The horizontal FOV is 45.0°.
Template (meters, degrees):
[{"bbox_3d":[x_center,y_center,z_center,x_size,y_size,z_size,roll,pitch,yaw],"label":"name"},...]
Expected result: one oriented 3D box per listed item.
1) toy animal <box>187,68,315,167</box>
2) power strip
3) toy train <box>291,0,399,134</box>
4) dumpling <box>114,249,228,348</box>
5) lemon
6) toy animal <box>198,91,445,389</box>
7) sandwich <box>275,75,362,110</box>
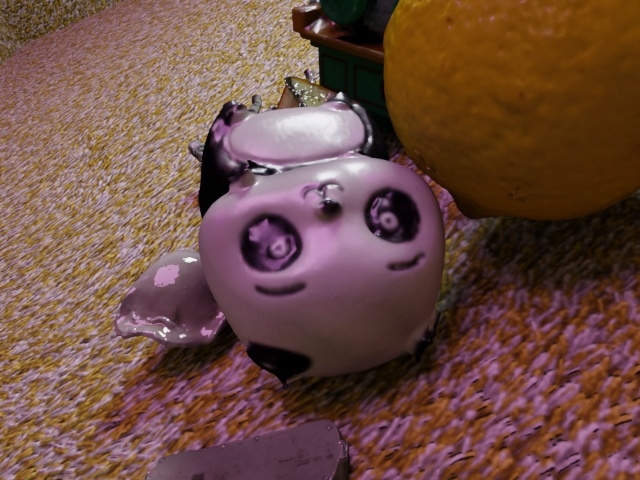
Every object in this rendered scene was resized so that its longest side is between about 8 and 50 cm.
[{"bbox_3d":[-0.094,-0.193,1.305,0.255,0.090,0.170,-27,34,5],"label":"toy animal"},{"bbox_3d":[-0.076,0.219,0.700,0.226,0.029,0.080,-16,33,17],"label":"power strip"},{"bbox_3d":[0.127,-0.252,1.066,0.178,0.249,0.429,-23,37,-34],"label":"toy train"},{"bbox_3d":[-0.151,0.075,0.919,0.127,0.108,0.188,31,44,27],"label":"dumpling"},{"bbox_3d":[0.219,-0.181,0.737,0.336,0.336,0.336,-20,31,12],"label":"lemon"},{"bbox_3d":[0.000,0.000,0.800,0.251,0.251,0.310,-23,41,7],"label":"toy animal"},{"bbox_3d":[-0.028,-0.085,1.047,0.122,0.128,0.236,-112,43,-60],"label":"sandwich"}]
